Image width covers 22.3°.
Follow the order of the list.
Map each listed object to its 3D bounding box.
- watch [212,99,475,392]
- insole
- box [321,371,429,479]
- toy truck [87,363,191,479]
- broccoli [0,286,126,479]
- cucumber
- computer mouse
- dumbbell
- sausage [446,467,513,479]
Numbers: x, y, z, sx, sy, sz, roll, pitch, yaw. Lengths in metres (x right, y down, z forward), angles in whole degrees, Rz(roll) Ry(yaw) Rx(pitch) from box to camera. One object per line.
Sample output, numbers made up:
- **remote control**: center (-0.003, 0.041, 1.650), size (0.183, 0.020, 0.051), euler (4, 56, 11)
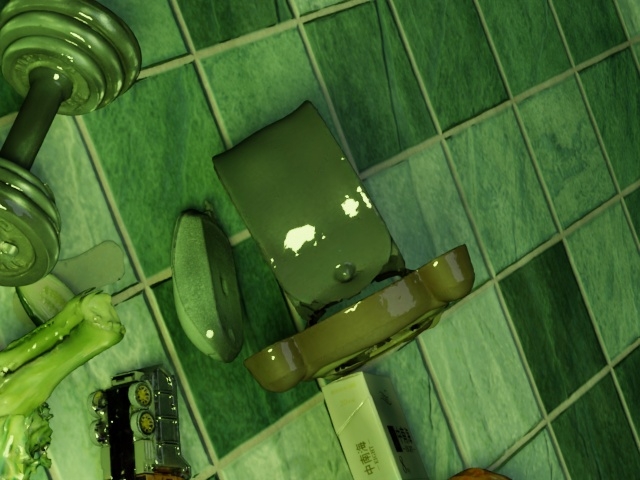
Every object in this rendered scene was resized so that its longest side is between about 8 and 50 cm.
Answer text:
- **watch**: center (0.000, 0.000, 2.118), size (0.327, 0.314, 0.335), euler (61, 1, 9)
- **insole**: center (-0.300, 0.048, 1.946), size (0.197, 0.004, 0.065), euler (-33, 103, -50)
- **box**: center (0.089, 0.302, 2.204), size (0.243, 0.067, 0.155), euler (69, 12, 15)
- **toy truck**: center (-0.213, 0.245, 1.919), size (0.092, 0.083, 0.192), euler (15, 65, -53)
- **broccoli**: center (-0.340, 0.132, 1.669), size (0.198, 0.275, 0.177), euler (19, 37, -23)
- **cucumber**: center (-0.318, 0.076, 1.883), size (0.107, 0.035, 0.067), euler (51, 44, -14)
- **computer mouse**: center (-0.154, 0.055, 2.072), size (0.113, 0.068, 0.229), euler (47, 29, -58)
- **dumbbell**: center (-0.331, -0.120, 1.832), size (0.179, 0.179, 0.406), euler (44, 48, -32)
- **sausage**: center (0.238, 0.459, 2.342), size (0.153, 0.141, 0.268), euler (-11, 88, -52)
